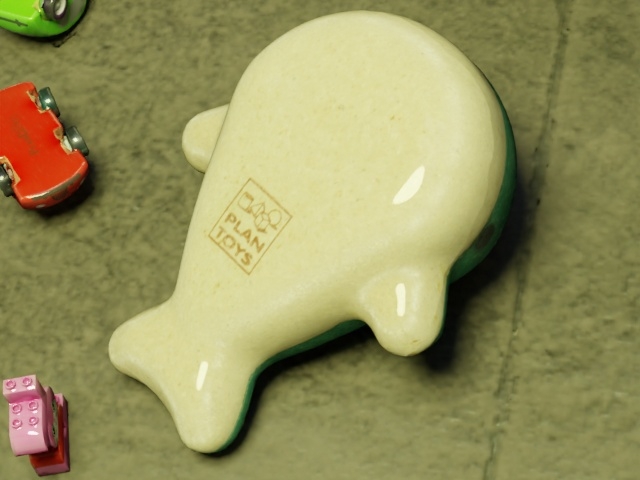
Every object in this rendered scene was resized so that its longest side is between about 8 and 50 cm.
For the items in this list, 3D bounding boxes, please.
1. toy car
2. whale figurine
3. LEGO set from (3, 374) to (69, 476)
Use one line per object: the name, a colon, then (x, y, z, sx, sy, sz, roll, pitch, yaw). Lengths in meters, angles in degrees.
toy car: (-0.217, -0.128, 1.069, 0.239, 0.053, 0.225, 19, 61, 20)
whale figurine: (0.000, 0.000, 0.918, 0.216, 0.141, 0.272, 41, 95, 30)
LEGO set: (-0.187, 0.171, 0.836, 0.087, 0.093, 0.227, -10, 55, 3)
